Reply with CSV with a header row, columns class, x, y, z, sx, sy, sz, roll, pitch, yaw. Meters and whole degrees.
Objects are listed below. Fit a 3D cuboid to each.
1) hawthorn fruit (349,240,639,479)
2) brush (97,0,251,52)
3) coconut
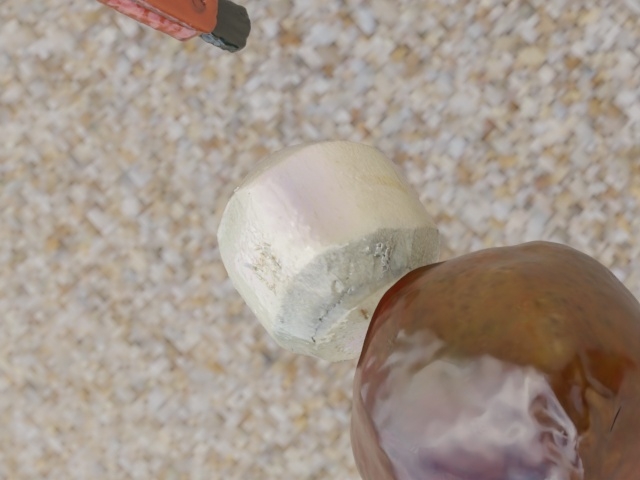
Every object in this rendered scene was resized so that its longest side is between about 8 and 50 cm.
class,x,y,z,sx,sy,sz,roll,pitch,yaw
hawthorn fruit,0.169,0.148,1.682,0.308,0.308,0.325,40,173,5
brush,-0.197,-0.267,1.889,0.323,0.070,0.051,19,156,-35
coconut,0.000,0.000,1.923,0.234,0.224,0.224,50,140,23
